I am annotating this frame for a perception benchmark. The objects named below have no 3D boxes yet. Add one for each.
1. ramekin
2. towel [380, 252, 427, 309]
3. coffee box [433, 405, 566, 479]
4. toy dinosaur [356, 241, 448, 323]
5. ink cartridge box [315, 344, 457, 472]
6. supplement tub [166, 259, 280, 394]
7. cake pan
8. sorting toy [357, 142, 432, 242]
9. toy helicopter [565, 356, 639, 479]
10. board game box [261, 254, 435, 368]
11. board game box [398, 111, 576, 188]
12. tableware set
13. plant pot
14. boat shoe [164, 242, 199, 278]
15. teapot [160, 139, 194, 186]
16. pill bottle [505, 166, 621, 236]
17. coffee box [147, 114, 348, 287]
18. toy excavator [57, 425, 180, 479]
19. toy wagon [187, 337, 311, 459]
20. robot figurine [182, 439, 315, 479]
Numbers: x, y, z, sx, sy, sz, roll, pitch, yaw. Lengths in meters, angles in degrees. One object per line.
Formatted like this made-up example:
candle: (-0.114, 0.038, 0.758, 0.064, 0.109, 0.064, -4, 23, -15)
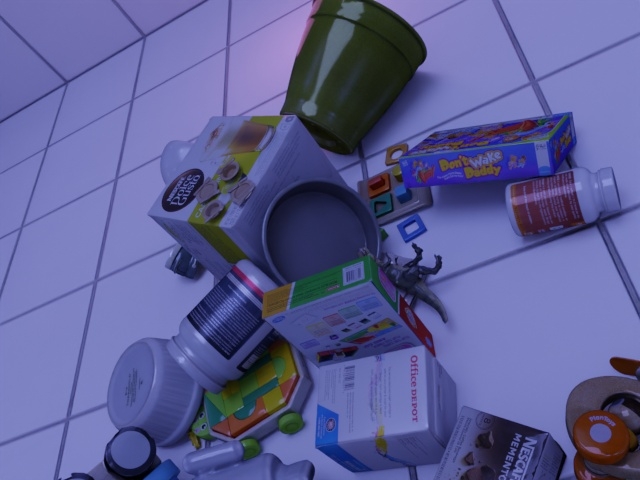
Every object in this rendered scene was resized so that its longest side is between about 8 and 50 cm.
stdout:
ramekin: (-0.416, 0.365, 1.659, 0.272, 0.127, 0.273, -23, 55, 37)
towel: (0.108, 0.114, 1.601, 0.282, 0.049, 0.187, 6, 59, 39)
coffee box: (0.280, 0.456, 1.139, 0.168, 0.119, 0.297, 10, 62, 42)
toy dinosaur: (0.208, 0.072, 1.498, 0.268, 0.064, 0.118, 34, 80, 33)
ink cartridge box: (0.132, 0.335, 1.309, 0.232, 0.168, 0.171, -16, 48, 25)
supplement tub: (-0.201, 0.197, 1.547, 0.272, 0.191, 0.191, -46, 42, -6)
cake pan: (0.000, 0.000, 1.564, 0.293, 0.293, 0.054, -61, 10, -20)
sorting toy: (0.185, -0.134, 1.752, 0.195, 0.047, 0.348, -21, 46, 21)
toy helicopter: (0.583, 0.293, 1.080, 0.354, 0.140, 0.235, 3, 48, 25)
board game box: (0.065, 0.178, 1.380, 0.242, 0.316, 0.064, -20, 45, 20)
board game box: (0.390, -0.209, 1.563, 0.346, 0.078, 0.233, -3, 22, 34)
tableware set: (-0.226, -0.116, 1.552, 0.141, 0.020, 0.169, -39, 44, 5)
plant pot: (0.063, -0.450, 1.919, 0.366, 0.366, 0.353, 21, 82, 44)
boat shoe: (-0.341, -0.020, 2.026, 0.099, 0.116, 0.320, 32, 62, 1)
teapot: (-0.398, -0.190, 2.104, 0.252, 0.256, 0.187, 14, 84, 25)
pill bottle: (0.512, -0.086, 1.420, 0.216, 0.121, 0.121, -13, 49, 28)
coffee box: (-0.170, -0.089, 1.753, 0.334, 0.338, 0.338, 9, 61, 40)
toy excavator: (-0.396, 0.681, 1.367, 0.445, 0.222, 0.433, 42, 52, 10)
toy wagon: (-0.183, 0.376, 1.578, 0.344, 0.068, 0.267, -33, 43, 8)
robot figurine: (-0.167, 0.544, 1.304, 0.353, 0.200, 0.300, -20, 84, 4)
